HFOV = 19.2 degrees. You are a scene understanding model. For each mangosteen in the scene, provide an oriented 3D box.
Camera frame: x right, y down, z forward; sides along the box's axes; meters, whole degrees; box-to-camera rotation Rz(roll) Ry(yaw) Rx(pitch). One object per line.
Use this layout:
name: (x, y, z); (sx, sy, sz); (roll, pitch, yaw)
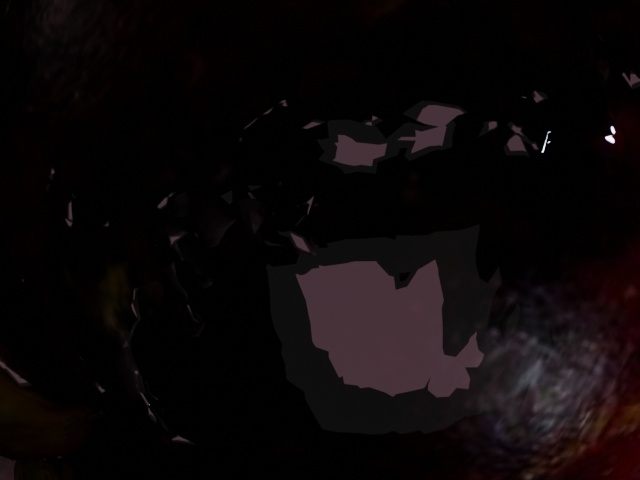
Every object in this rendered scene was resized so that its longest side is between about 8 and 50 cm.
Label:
mangosteen: (0.000, -0.024, 0.844); (0.421, 0.381, 0.381); (-20, 121, 18)

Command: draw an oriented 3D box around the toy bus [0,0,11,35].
toy bus: (-0.245, -0.051, 0.990); (0.138, 0.175, 0.287); (16, 128, -4)
